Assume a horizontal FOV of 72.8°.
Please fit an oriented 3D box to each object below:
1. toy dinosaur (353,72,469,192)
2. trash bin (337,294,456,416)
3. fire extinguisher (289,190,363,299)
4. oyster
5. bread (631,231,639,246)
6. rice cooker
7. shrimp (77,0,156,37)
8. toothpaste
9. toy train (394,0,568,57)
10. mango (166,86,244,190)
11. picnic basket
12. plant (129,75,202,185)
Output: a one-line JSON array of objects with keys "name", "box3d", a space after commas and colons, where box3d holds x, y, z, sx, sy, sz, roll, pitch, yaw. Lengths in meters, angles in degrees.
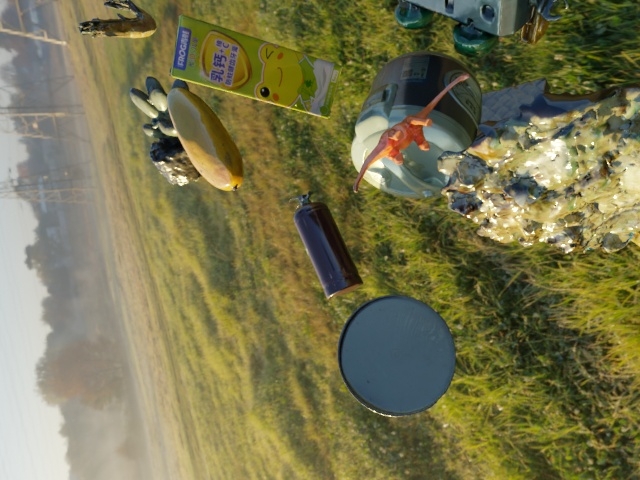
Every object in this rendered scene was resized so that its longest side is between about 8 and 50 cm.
[{"name": "toy dinosaur", "box3d": [0.154, -0.185, 0.724, 0.055, 0.279, 0.101, 54, 180, -26]}, {"name": "trash bin", "box3d": [0.183, 0.295, 1.081, 0.432, 0.280, 0.280, 65, -177, -70]}, {"name": "fire extinguisher", "box3d": [0.000, 0.000, 1.257, 0.135, 0.114, 0.337, -41, 66, 48]}, {"name": "oyster", "box3d": [0.244, -0.052, 0.429, 0.198, 0.259, 0.092, -24, 61, 37]}, {"name": "bread", "box3d": [0.784, -0.014, 1.011, 0.367, 0.077, 0.084, -89, -22, -64]}, {"name": "rice cooker", "box3d": [0.220, -0.255, 0.998, 0.288, 0.288, 0.277, -39, 27, 58]}, {"name": "shrimp", "box3d": [-0.566, -0.614, 1.189, 0.152, 0.219, 0.046, 54, 142, 10]}, {"name": "toothpaste", "box3d": [-0.122, -0.336, 0.859, 0.077, 0.327, 0.110, -124, 47, -61]}, {"name": "toy train", "box3d": [0.277, -0.509, 0.793, 0.429, 0.249, 0.178, 41, 170, 31]}, {"name": "mango", "box3d": [-0.180, -0.160, 0.678, 0.190, 0.075, 0.098, 60, 164, 1]}, {"name": "picnic basket", "box3d": [0.700, -0.373, 1.561, 0.337, 0.337, 0.293, -17, 56, 61]}, {"name": "plant", "box3d": [-0.384, -0.277, 1.113, 0.149, 0.146, 0.275, 46, 154, 37]}]
